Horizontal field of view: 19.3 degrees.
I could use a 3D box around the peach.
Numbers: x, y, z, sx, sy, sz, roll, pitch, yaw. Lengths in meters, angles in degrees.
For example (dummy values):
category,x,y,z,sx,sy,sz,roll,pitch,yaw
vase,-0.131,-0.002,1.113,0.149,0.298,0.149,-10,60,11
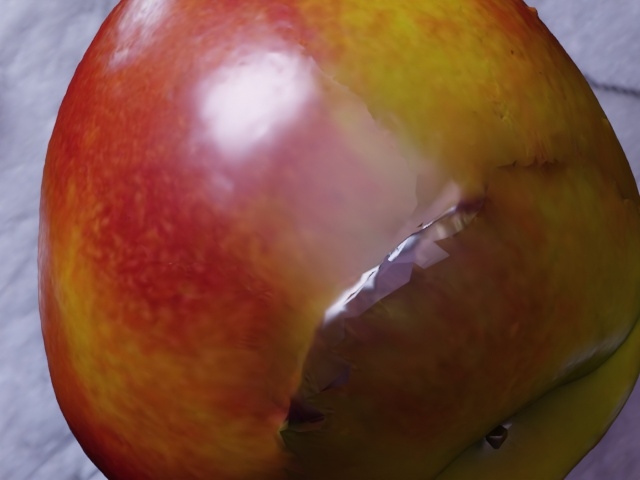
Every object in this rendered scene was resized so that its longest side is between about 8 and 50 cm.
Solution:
category,x,y,z,sx,sy,sz,roll,pitch,yaw
peach,0.000,0.000,1.030,0.370,0.370,0.370,3,69,-7
